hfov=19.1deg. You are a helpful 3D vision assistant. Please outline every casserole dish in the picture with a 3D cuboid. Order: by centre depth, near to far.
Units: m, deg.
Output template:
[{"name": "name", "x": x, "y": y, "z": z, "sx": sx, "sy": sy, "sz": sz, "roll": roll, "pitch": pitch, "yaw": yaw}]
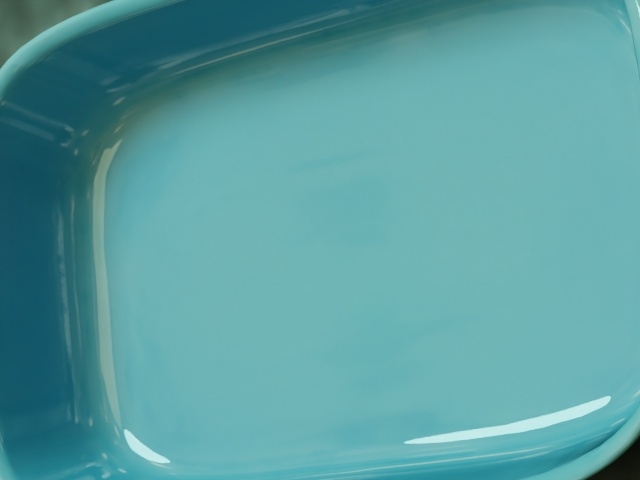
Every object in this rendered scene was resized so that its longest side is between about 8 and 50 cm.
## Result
[{"name": "casserole dish", "x": 0.000, "y": 0.000, "z": 0.383, "sx": 0.188, "sy": 0.037, "sz": 0.114, "roll": -12, "pitch": 78, "yaw": 35}]
